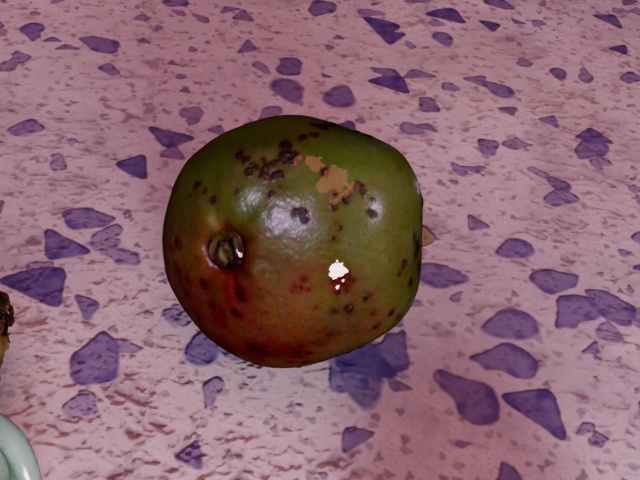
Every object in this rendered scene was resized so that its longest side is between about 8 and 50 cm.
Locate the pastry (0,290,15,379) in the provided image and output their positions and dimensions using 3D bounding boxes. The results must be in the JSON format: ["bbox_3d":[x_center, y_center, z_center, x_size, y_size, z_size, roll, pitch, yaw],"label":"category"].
[{"bbox_3d":[-0.421,0.071,0.918,0.274,0.193,0.275,5,39,-4],"label":"pastry"}]

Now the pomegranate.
[{"bbox_3d":[0.000,-0.017,1.043,0.323,0.291,0.290,-28,52,-36],"label":"pomegranate"}]

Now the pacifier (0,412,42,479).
[{"bbox_3d":[-0.360,0.247,0.739,0.269,0.288,0.343,-12,55,26],"label":"pacifier"}]
